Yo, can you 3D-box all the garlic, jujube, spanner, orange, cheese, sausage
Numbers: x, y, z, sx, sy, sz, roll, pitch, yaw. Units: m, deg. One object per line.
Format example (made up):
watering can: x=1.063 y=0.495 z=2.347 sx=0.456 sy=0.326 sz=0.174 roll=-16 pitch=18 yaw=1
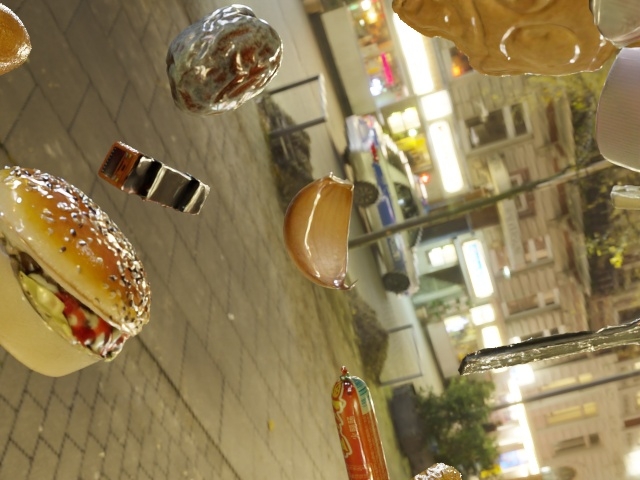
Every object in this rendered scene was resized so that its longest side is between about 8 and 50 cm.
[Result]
garlic: x=0.006 y=0.002 z=1.189 sx=0.115 sy=0.128 sz=0.207 roll=53 pitch=30 yaw=-66
jujube: x=-0.246 y=-0.439 z=1.771 sx=0.215 sy=0.308 sz=0.246 roll=47 pitch=-8 yaw=6
spanner: x=0.323 y=0.124 z=0.860 sx=0.026 sy=0.325 sz=0.093 roll=-105 pitch=-172 yaw=-47
orange: x=-0.329 y=-0.196 z=0.692 sx=0.085 sy=0.084 sz=0.085 roll=-17 pitch=90 yaw=-81
cheese: x=0.700 y=-0.082 z=1.456 sx=0.065 sy=0.193 sz=0.044 roll=-43 pitch=136 yaw=-52
sausage: x=0.069 y=0.341 z=1.217 sx=0.083 sy=0.083 sz=0.264 roll=-52 pitch=130 yaw=-79

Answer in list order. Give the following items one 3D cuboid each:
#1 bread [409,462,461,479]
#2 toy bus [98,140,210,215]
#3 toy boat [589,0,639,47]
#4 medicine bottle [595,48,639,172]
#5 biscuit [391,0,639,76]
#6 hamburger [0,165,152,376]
bread: x=0.126 y=0.356 z=0.971 sx=0.052 sy=0.157 sz=0.044 roll=-5 pitch=-73 yaw=63
toy bus: x=-0.353 y=-0.127 z=1.567 sx=0.093 sy=0.092 sz=0.409 roll=-61 pitch=168 yaw=0
toy boat: x=0.361 y=-0.299 z=0.687 sx=0.282 sy=0.096 sz=0.206 roll=-41 pitch=157 yaw=-39
medicine bottle: x=0.544 y=-0.154 z=0.915 sx=0.301 sy=0.241 sz=0.241 roll=29 pitch=-26 yaw=43
biscuit: x=0.255 y=-0.303 z=0.891 sx=0.269 sy=0.375 sz=0.051 roll=49 pitch=58 yaw=-45
hamburger: x=-0.345 y=0.035 z=0.941 sx=0.300 sy=0.176 sz=0.300 roll=54 pitch=-3 yaw=4
